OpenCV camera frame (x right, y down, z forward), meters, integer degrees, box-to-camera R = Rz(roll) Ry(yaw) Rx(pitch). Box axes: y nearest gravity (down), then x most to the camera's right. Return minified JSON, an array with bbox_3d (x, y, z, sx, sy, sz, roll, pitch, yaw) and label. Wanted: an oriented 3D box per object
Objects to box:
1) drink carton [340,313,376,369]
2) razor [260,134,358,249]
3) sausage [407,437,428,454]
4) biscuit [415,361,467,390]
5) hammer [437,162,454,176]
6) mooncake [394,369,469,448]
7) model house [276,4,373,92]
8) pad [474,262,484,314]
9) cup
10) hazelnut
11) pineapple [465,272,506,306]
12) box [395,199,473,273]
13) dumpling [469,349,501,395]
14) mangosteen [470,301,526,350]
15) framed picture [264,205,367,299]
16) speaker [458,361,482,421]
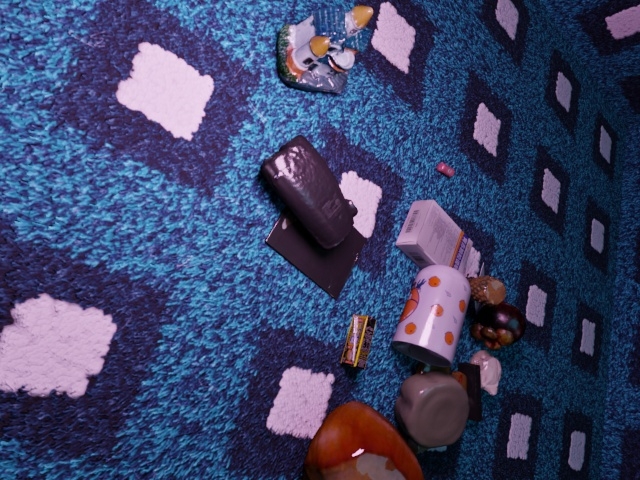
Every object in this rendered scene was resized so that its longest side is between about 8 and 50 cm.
[{"bbox_3d":[0.123,0.325,1.351,0.056,0.071,0.165,29,69,-36],"label":"drink carton"},{"bbox_3d":[-0.025,-0.138,1.233,0.189,0.107,0.326,-50,116,-28],"label":"razor"},{"bbox_3d":[0.444,0.726,1.578,0.301,0.066,0.065,-5,90,-36],"label":"sausage"},{"bbox_3d":[0.486,0.523,1.609,0.277,0.052,0.262,47,62,-17],"label":"biscuit"},{"bbox_3d":[0.514,-0.288,1.712,0.083,0.043,0.043,23,74,-33],"label":"hammer"},{"bbox_3d":[0.388,0.582,1.459,0.275,0.135,0.274,-3,99,-18],"label":"mooncake"},{"bbox_3d":[0.043,-0.573,1.220,0.253,0.291,0.184,-1,83,-38],"label":"model house"},{"bbox_3d":[0.668,0.204,1.754,0.156,0.004,0.232,-65,150,-20],"label":"pad"},{"bbox_3d":[0.405,0.258,1.486,0.212,0.212,0.317,39,64,-29],"label":"cup"},{"bbox_3d":[0.120,0.650,1.177,0.366,0.366,0.365,3,85,-37],"label":"hazelnut"},{"bbox_3d":[0.582,0.180,1.605,0.125,0.251,0.125,-1,91,-25],"label":"pineapple"},{"bbox_3d":[0.439,0.011,1.595,0.299,0.106,0.200,40,65,-30],"label":"box"},{"bbox_3d":[0.688,0.543,1.751,0.136,0.118,0.199,29,41,-18],"label":"dumpling"},{"bbox_3d":[0.750,0.354,1.753,0.210,0.210,0.209,3,85,-37],"label":"mangosteen"},{"bbox_3d":[0.000,0.000,1.317,0.324,0.013,0.244,42,63,-27],"label":"framed picture"},{"bbox_3d":[0.607,0.612,1.696,0.044,0.082,0.218,1,87,-37],"label":"speaker"}]
